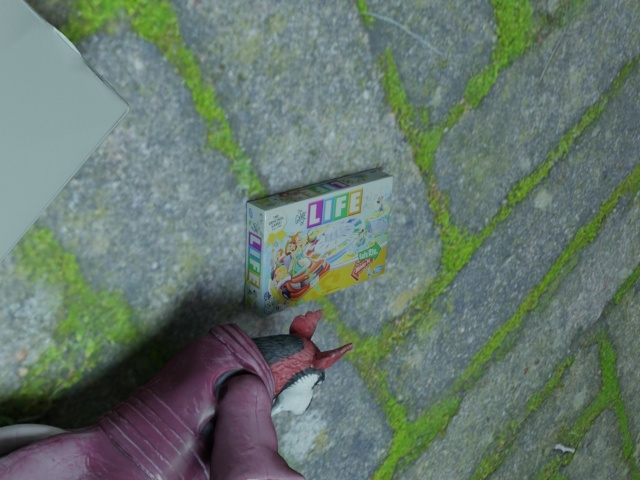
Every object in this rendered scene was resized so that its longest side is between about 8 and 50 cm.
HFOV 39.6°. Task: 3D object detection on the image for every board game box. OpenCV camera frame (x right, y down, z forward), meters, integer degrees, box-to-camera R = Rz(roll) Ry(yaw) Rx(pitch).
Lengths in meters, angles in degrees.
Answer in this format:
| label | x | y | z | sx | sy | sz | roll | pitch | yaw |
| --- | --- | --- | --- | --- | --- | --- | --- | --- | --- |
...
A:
| label | x | y | z | sx | sy | sz | roll | pitch | yaw |
| --- | --- | --- | --- | --- | --- | --- | --- | --- | --- |
| board game box | 0.000 | 0.000 | 0.812 | 0.154 | 0.026 | 0.103 | -18 | 122 | -38 |

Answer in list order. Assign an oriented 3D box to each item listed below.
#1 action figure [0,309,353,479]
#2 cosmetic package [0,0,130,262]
| label | x | y | z | sx | sy | sz | roll | pitch | yaw |
| --- | --- | --- | --- | --- | --- | --- | --- | --- | --- |
| action figure | -0.139 | 0.158 | 0.678 | 0.370 | 0.248 | 0.275 | -41 | 107 | -21 |
| cosmetic package | -0.239 | -0.036 | 0.503 | 0.238 | 0.107 | 0.127 | -54 | 137 | -14 |
